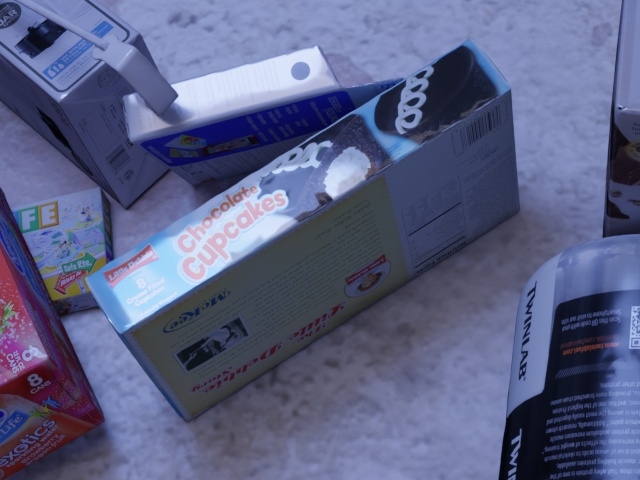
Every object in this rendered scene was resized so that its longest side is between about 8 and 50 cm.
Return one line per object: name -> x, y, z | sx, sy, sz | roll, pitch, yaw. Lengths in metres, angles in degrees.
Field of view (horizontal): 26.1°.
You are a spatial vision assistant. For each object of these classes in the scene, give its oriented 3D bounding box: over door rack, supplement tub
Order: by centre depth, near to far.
supplement tub -> 0.211, 0.183, 0.858 | 0.207, 0.207, 0.338 | 3, 60, 15
over door rack -> -0.294, -0.110, 1.009 | 0.324, 0.108, 0.239 | 35, 81, 35

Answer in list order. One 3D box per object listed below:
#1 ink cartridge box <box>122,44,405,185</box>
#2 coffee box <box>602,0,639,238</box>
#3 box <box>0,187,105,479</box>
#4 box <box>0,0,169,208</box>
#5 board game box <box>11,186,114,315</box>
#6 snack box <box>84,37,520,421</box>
ink cartridge box -> -0.029, -0.098, 1.087 | 0.208, 0.206, 0.045 | -11, 81, 6
coffee box -> 0.257, -0.066, 0.941 | 0.118, 0.297, 0.168 | 5, 60, 12
box -> -0.284, 0.050, 1.071 | 0.128, 0.123, 0.257 | -29, 57, -4
box -> -0.253, -0.172, 1.203 | 0.087, 0.169, 0.290 | -44, 59, -14
board game box -> -0.253, 0.020, 1.172 | 0.154, 0.026, 0.103 | -14, 57, 5
snack box -> 0.000, 0.000, 1.027 | 0.322, 0.187, 0.060 | -32, 63, -7
